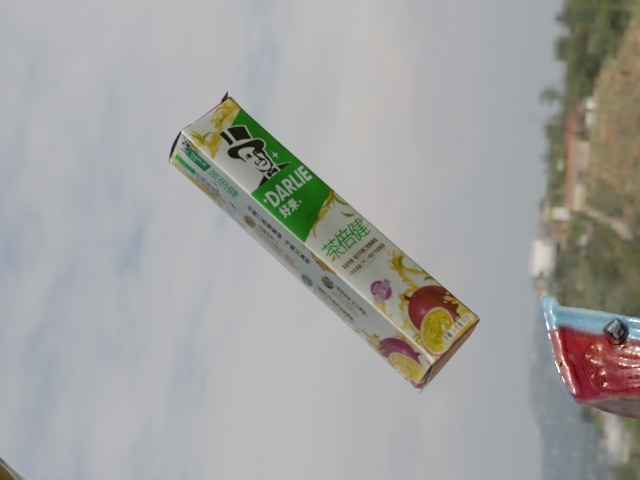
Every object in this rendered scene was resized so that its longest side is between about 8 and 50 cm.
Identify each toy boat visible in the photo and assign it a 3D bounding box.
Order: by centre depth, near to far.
[{"bbox_3d":[0.179,0.050,0.679,0.069,0.173,0.059,56,-138,-67],"label":"toy boat"}]

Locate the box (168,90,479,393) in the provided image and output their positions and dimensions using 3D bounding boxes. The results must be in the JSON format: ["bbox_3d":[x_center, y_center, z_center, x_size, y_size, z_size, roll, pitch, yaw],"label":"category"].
[{"bbox_3d":[0.000,0.000,0.924,0.050,0.207,0.041,-41,-11,-35],"label":"box"}]

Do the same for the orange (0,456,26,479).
[{"bbox_3d":[-0.153,0.136,0.294,0.279,0.235,0.279,-15,-90,-76],"label":"orange"}]
